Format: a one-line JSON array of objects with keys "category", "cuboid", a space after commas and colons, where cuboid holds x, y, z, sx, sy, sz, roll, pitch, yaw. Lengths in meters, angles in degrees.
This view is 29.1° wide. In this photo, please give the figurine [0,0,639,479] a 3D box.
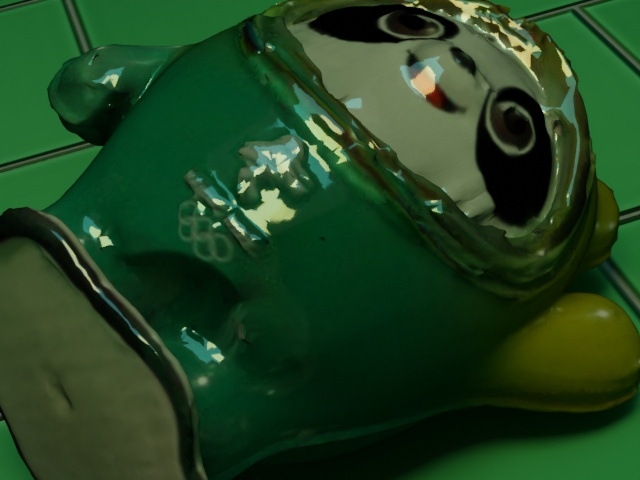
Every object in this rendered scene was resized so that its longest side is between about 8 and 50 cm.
[{"category": "figurine", "cuboid": [0.000, 0.000, 0.644, 0.340, 0.231, 0.323, -29, 68, -34]}]
